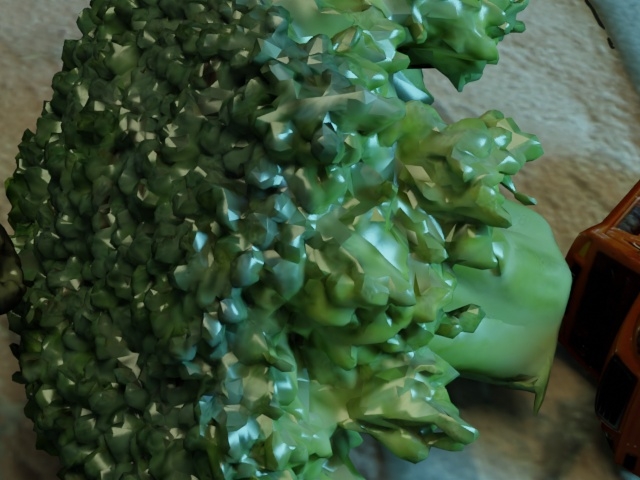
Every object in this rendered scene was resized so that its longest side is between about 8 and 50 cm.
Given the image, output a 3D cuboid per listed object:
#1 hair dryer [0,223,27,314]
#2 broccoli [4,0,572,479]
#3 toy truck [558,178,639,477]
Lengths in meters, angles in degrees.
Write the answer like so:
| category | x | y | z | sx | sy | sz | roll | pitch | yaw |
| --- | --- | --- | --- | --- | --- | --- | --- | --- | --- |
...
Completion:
| category | x | y | z | sx | sy | sz | roll | pitch | yaw |
| --- | --- | --- | --- | --- | --- | --- | --- | --- | --- |
| hair dryer | -0.286 | -0.015 | 0.807 | 0.303 | 0.120 | 0.359 | -21 | 30 | 9 |
| broccoli | -0.017 | -0.018 | 0.775 | 0.317 | 0.277 | 0.338 | -13 | 55 | -48 |
| toy truck | 0.213 | 0.015 | 0.883 | 0.114 | 0.108 | 0.252 | 30 | 46 | 21 |
